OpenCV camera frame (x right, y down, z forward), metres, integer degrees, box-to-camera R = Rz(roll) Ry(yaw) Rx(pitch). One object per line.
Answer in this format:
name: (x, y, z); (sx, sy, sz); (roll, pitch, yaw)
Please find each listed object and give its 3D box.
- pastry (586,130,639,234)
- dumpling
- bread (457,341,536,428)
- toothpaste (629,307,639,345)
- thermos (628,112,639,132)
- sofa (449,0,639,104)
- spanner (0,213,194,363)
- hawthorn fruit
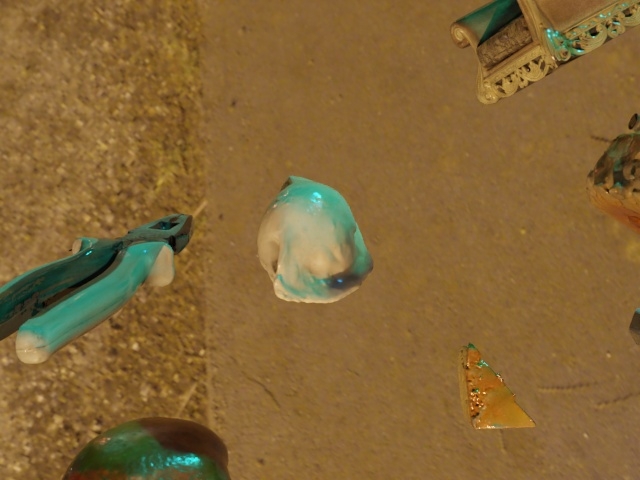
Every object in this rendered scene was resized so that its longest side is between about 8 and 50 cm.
pastry: (0.559, -0.062, 1.462); (0.330, 0.330, 0.136); (27, 90, 41)
dumpling: (-0.002, 0.003, 1.149); (0.111, 0.155, 0.181); (-26, 47, 64)
bread: (0.217, 0.180, 1.198); (0.080, 0.084, 0.109); (-4, 85, -5)
toothpaste: (0.650, 0.162, 1.501); (0.080, 0.125, 0.371); (-24, 15, -23)
thermos: (0.681, -0.194, 1.815); (0.188, 0.073, 0.083); (17, 59, -7)
sofa: (0.284, -0.310, 1.204); (0.200, 0.182, 0.258); (-31, 2, -13)
spanner: (-0.178, 0.027, 0.773); (0.096, 0.325, 0.040); (3, 107, 17)
hawthorn fruit: (-0.221, 0.309, 1.120); (0.199, 0.251, 0.199); (-8, 80, 52)
